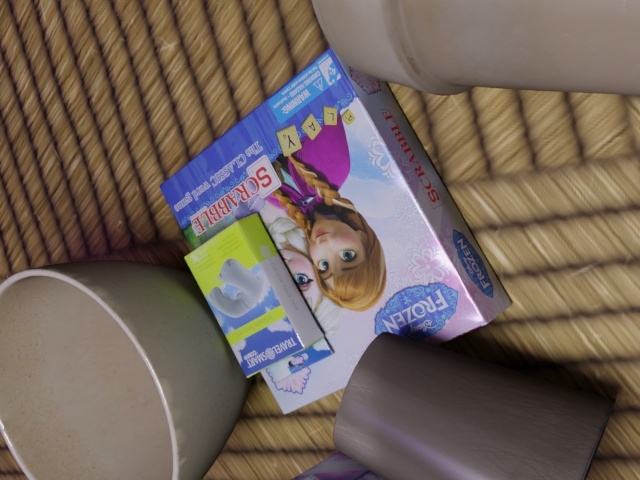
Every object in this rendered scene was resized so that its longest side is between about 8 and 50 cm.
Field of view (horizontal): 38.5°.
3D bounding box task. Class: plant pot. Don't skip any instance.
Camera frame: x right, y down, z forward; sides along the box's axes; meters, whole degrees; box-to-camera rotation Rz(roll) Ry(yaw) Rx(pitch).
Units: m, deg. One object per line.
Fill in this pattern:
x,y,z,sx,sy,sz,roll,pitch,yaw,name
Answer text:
0.191,-0.221,0.587,0.280,0.323,0.323,26,120,30,plant pot

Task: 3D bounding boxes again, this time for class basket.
0.139,0.188,0.872,0.226,0.204,0.154,21,123,20,basket

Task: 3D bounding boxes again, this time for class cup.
-0.217,0.158,1.129,0.331,0.237,0.331,14,114,32,cup

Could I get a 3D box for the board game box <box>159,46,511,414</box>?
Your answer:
0.000,0.000,1.020,0.318,0.066,0.318,-33,86,40,board game box

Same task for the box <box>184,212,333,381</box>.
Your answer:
-0.071,0.072,1.029,0.109,0.042,0.178,-31,86,41,box

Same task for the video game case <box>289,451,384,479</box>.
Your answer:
0.104,0.259,0.900,0.196,0.274,0.026,28,111,26,video game case
